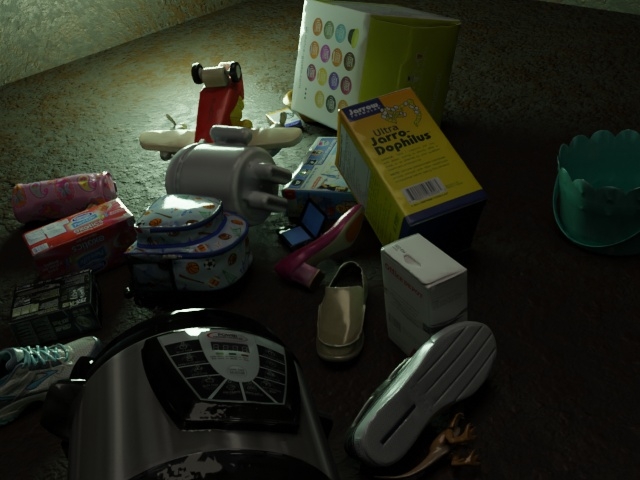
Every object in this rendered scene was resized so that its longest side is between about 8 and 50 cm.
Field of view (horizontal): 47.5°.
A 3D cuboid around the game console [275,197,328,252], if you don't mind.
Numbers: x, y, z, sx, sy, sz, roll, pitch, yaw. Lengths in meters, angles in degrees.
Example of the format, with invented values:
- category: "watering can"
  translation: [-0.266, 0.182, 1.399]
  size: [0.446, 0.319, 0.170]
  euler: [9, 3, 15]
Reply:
- category: "game console"
  translation: [-0.047, -0.038, 1.794]
  size: [0.107, 0.071, 0.122]
  euler: [-20, 34, -16]

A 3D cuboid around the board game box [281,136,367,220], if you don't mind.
- category: "board game box"
  translation: [0.092, -0.170, 1.947]
  size: [0.302, 0.086, 0.308]
  euler: [4, 35, 20]

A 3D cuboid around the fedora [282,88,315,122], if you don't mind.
- category: "fedora"
  translation: [-0.029, -0.443, 2.402]
  size: [0.194, 0.079, 0.194]
  euler: [-2, 37, 2]

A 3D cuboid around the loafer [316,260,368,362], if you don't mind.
- category: "loafer"
  translation: [0.042, 0.139, 1.482]
  size: [0.102, 0.092, 0.268]
  euler: [-3, 33, 10]

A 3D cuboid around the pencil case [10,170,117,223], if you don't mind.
- category: "pencil case"
  translation: [-0.722, -0.122, 2.055]
  size: [0.284, 0.124, 0.124]
  euler: [-8, 33, 5]

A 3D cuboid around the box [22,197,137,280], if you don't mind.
- category: "box"
  translation: [-0.586, 0.010, 1.812]
  size: [0.257, 0.123, 0.128]
  euler: [-25, 36, -22]

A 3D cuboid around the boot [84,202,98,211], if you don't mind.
- category: "boot"
  translation: [-0.605, -0.031, 1.944]
  size: [0.084, 0.059, 0.158]
  euler: [17, 48, 0]

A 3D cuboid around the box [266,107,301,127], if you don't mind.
- category: "box"
  translation: [-0.119, -0.393, 2.397]
  size: [0.081, 0.028, 0.136]
  euler: [-19, 37, -15]

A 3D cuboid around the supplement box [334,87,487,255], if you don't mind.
- category: "supplement box"
  translation: [0.193, -0.142, 1.662]
  size: [0.195, 0.194, 0.356]
  euler: [-20, 59, -14]

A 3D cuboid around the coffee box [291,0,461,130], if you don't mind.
- category: "coffee box"
  translation: [0.157, -0.513, 2.151]
  size: [0.338, 0.338, 0.334]
  euler: [-8, 27, -34]

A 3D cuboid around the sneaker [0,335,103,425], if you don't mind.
- category: "sneaker"
  translation: [-0.563, 0.258, 1.429]
  size: [0.283, 0.122, 0.110]
  euler: [-29, 38, -27]

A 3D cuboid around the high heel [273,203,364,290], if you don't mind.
- category: "high heel"
  translation: [0.000, 0.000, 1.672]
  size: [0.117, 0.082, 0.244]
  euler: [26, 76, 30]

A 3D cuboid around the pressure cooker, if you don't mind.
- category: "pressure cooker"
  translation: [-0.177, 0.306, 1.035]
  size: [0.375, 0.370, 0.420]
  euler: [-28, 33, 2]

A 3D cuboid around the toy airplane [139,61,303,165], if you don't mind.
- category: "toy airplane"
  translation: [-0.291, -0.299, 2.126]
  size: [0.384, 0.272, 0.386]
  euler: [-41, 65, -5]

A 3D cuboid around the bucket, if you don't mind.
- category: "bucket"
  translation: [0.658, -0.106, 1.614]
  size: [0.281, 0.183, 0.281]
  euler: [-7, 32, 5]

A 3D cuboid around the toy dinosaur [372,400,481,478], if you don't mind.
- category: "toy dinosaur"
  translation: [0.197, 0.342, 1.179]
  size: [0.112, 0.064, 0.211]
  euler: [-18, 12, 48]

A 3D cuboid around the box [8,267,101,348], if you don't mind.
- category: "box"
  translation: [-0.593, 0.151, 1.641]
  size: [0.180, 0.078, 0.147]
  euler: [-15, 33, -8]

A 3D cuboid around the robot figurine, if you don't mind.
- category: "robot figurine"
  translation: [-0.247, -0.142, 1.840]
  size: [0.353, 0.300, 0.200]
  euler: [8, -4, 30]

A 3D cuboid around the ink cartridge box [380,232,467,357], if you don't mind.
- category: "ink cartridge box"
  translation: [0.194, 0.119, 1.356]
  size: [0.092, 0.218, 0.158]
  euler: [-23, 35, -19]

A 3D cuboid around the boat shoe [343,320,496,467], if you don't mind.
- category: "boat shoe"
  translation: [0.161, 0.248, 1.241]
  size: [0.335, 0.121, 0.119]
  euler: [-34, 7, -28]

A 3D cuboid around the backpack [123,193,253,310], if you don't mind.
- category: "backpack"
  translation: [-0.291, 0.011, 1.674]
  size: [0.263, 0.213, 0.276]
  euler: [7, 33, 8]
